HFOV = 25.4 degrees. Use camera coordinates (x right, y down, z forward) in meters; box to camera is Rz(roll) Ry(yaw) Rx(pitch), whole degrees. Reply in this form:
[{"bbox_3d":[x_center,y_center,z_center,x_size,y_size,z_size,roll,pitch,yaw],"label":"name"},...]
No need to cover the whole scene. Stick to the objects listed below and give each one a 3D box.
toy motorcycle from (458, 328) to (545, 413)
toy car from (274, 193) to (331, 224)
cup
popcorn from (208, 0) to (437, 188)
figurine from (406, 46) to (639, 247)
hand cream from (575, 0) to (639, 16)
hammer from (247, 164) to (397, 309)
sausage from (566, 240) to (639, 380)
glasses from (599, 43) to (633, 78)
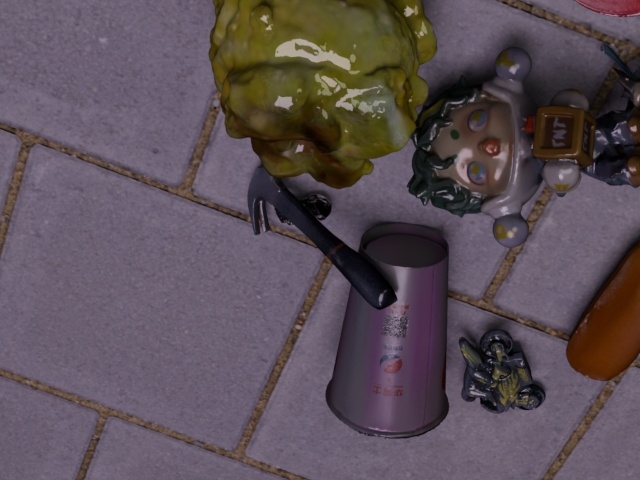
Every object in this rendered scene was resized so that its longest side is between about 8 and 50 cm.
[{"bbox_3d":[0.275,0.217,2.258,0.124,0.061,0.193,-22,127,16],"label":"toy motorcycle"},{"bbox_3d":[-0.025,-0.049,2.143,0.093,0.025,0.041,-8,125,23],"label":"toy car"},{"bbox_3d":[0.116,0.129,2.162,0.203,0.203,0.288,7,121,5],"label":"cup"},{"bbox_3d":[-0.013,-0.235,1.861,0.312,0.312,0.312,5,126,7],"label":"popcorn"},{"bbox_3d":[0.285,-0.121,1.897,0.382,0.261,0.186,2,166,34],"label":"figurine"},{"bbox_3d":[0.380,-0.387,1.763,0.193,0.125,0.193,4,126,6],"label":"hand cream"},{"bbox_3d":[0.000,0.000,2.076,0.290,0.037,0.137,45,126,19],"label":"hammer"},{"bbox_3d":[0.461,0.103,2.118,0.105,0.105,0.274,23,126,-7],"label":"sausage"},{"bbox_3d":[0.492,-0.234,1.876,0.220,0.088,0.190,26,127,-8],"label":"glasses"}]
